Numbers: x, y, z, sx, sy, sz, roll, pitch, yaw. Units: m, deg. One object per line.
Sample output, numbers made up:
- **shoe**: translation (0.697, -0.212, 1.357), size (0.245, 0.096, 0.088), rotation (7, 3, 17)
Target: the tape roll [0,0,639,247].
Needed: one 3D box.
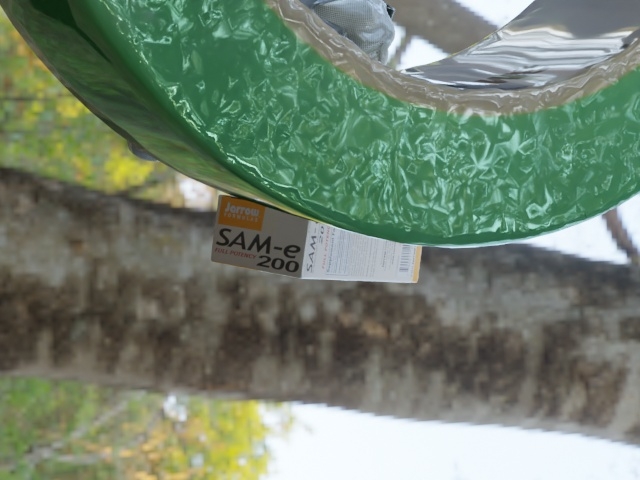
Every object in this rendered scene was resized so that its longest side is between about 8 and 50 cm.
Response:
- **tape roll**: translation (0.038, -0.160, 0.475), size (0.077, 0.321, 0.321), rotation (17, -73, 56)

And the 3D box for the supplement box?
- **supplement box**: translation (0.000, 0.000, 0.777), size (0.062, 0.098, 0.036), rotation (9, -87, 39)

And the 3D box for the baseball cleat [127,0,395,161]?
- **baseball cleat**: translation (-0.024, -0.102, 0.889), size (0.109, 0.206, 0.072), rotation (29, -39, 15)
